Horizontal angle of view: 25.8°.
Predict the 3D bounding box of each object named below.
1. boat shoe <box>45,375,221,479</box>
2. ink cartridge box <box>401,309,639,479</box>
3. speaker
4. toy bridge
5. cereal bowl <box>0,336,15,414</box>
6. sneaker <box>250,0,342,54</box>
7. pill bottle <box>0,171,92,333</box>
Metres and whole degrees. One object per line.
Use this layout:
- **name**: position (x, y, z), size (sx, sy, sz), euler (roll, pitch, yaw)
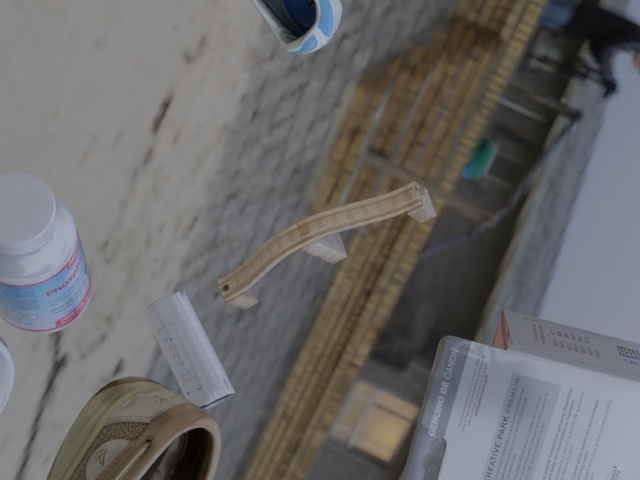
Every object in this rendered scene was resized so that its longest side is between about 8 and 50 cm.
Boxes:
- **boat shoe**: position (-0.182, 0.271, 1.055), size (0.110, 0.122, 0.341), euler (18, -97, 51)
- **ink cartridge box**: position (0.229, 0.250, 1.567), size (0.130, 0.272, 0.309), euler (-73, 178, -73)
- **speaker**: position (-0.151, 0.128, 1.604), size (0.055, 0.136, 0.055), euler (-27, 169, -6)
- **toy bridge**: position (0.000, 0.000, 1.093), size (0.188, 0.026, 0.063), euler (-27, 158, 18)
- **cereal bowl**: position (-0.396, 0.125, 0.988), size (0.339, 0.141, 0.339), euler (-34, 161, -13)
- **sneaker**: position (-0.057, -0.293, 1.378), size (0.085, 0.237, 0.086), euler (-25, -165, 28)
- **pill bottle**: position (-0.241, 0.010, 1.161), size (0.160, 0.087, 0.087), euler (94, 21, -64)
